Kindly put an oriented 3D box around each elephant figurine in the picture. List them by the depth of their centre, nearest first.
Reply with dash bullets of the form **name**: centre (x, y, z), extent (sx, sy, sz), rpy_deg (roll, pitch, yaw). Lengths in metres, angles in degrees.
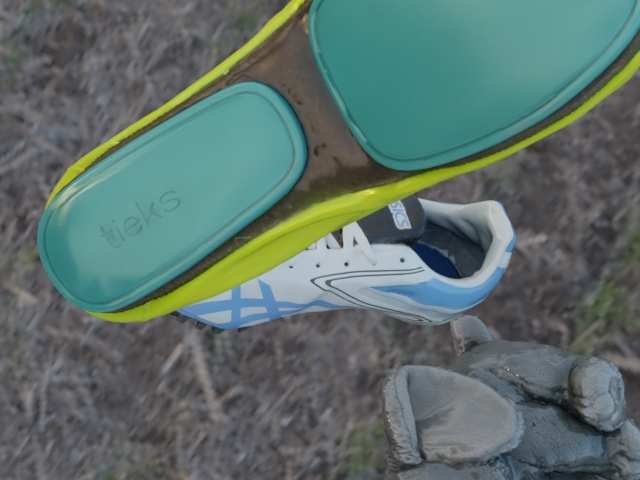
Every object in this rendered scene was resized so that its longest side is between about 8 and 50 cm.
- **elephant figurine**: centre (0.094, 0.158, 1.169), extent (0.239, 0.186, 0.169), rpy_deg (-18, 97, -38)

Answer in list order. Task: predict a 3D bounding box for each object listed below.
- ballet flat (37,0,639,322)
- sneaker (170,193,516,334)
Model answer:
- **ballet flat**: centre (0.011, -0.042, 0.553), extent (0.077, 0.231, 0.077), rpy_deg (-12, 76, -64)
- **sneaker**: centre (0.000, 0.000, 0.943), extent (0.237, 0.086, 0.085), rpy_deg (1, 49, -33)
